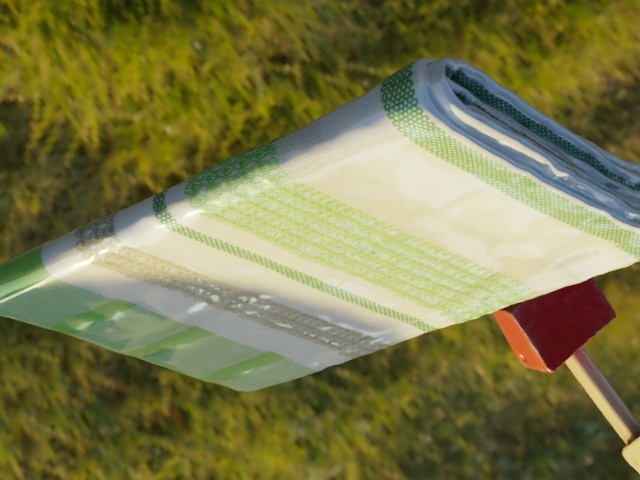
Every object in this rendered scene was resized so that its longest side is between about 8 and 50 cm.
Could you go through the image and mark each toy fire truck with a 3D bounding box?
[{"bbox_3d":[0.172,0.100,0.868,0.047,0.135,0.192,-39,112,-14],"label":"toy fire truck"}]

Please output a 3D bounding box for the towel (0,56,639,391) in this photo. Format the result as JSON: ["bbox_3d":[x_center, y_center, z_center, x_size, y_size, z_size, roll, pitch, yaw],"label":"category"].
[{"bbox_3d":[0.000,0.000,0.465,0.152,0.023,0.113,-21,150,33],"label":"towel"}]
